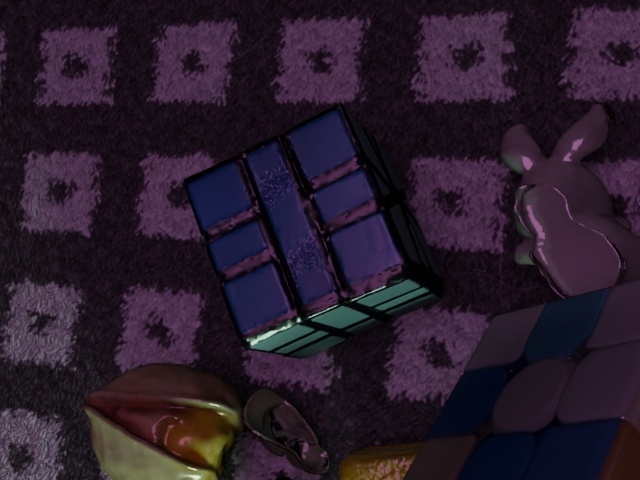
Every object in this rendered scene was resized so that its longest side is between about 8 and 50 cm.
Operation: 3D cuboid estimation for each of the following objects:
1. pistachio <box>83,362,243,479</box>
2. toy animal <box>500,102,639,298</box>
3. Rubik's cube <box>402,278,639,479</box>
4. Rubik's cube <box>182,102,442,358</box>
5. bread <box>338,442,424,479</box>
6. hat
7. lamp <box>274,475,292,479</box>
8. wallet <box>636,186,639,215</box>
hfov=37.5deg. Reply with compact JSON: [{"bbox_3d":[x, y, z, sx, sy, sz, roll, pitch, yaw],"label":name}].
[{"bbox_3d":[-0.256,0.303,1.519,0.309,0.230,0.230,-3,78,52],"label":"pistachio"},{"bbox_3d":[0.383,-0.035,1.405,0.208,0.154,0.325,-12,86,30],"label":"toy animal"},{"bbox_3d":[0.359,0.291,1.149,0.344,0.346,0.347,45,56,-13],"label":"Rubik's cube"},{"bbox_3d":[0.000,0.000,1.460,0.283,0.293,0.288,-26,75,14],"label":"Rubik's cube"},{"bbox_3d":[0.196,0.462,1.393,0.324,0.143,0.333,-9,78,17],"label":"bread"},{"bbox_3d":[-0.067,0.313,1.506,0.081,0.166,0.122,-32,50,21],"label":"hat"},{"bbox_3d":[-0.053,0.492,1.426,0.198,0.198,0.244,-50,32,4],"label":"lamp"},{"bbox_3d":[0.593,-0.026,1.389,0.170,0.069,0.231,-38,72,4],"label":"wallet"}]
